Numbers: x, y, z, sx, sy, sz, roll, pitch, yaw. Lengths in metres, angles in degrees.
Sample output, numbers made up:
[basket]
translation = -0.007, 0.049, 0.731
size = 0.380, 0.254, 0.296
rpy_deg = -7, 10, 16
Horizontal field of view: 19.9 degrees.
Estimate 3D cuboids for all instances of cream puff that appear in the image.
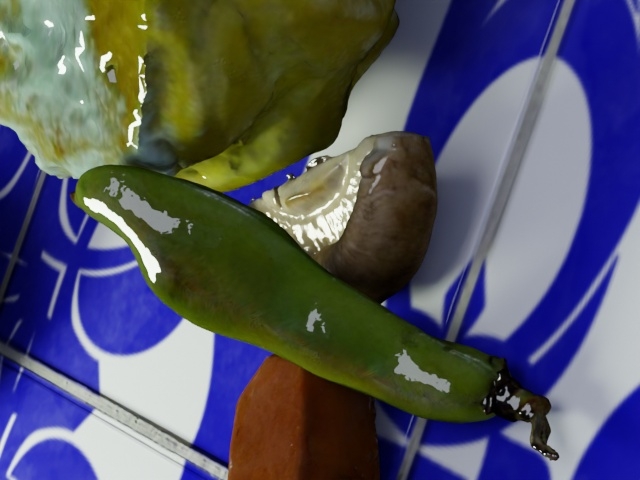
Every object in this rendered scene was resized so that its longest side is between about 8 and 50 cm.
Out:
[cream puff]
translation = -0.073, -0.212, 1.126
size = 0.378, 0.275, 0.378
rpy_deg = 28, 128, 45

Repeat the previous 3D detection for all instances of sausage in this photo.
[sausage]
translation = -0.009, 0.129, 1.026
size = 0.089, 0.089, 0.179
rpy_deg = -35, 41, 37

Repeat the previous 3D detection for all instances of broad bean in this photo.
[broad bean]
translation = -0.004, 0.037, 1.002
size = 0.325, 0.075, 0.067
rpy_deg = 25, 64, 17

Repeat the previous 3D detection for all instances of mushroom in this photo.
[mushroom]
translation = 0.001, 0.001, 1.076
size = 0.210, 0.072, 0.094
rpy_deg = -25, 55, 47
